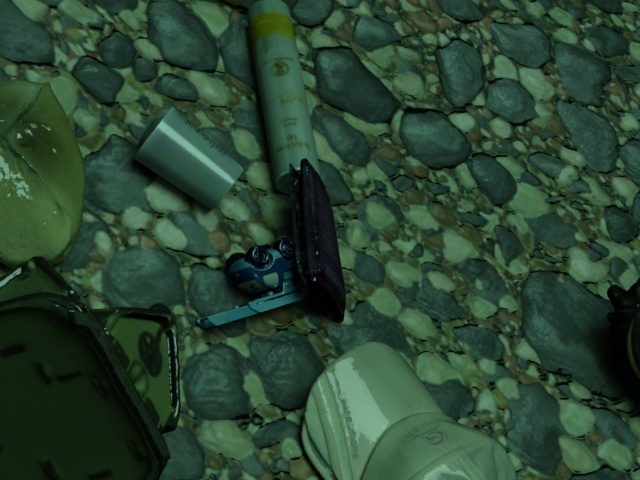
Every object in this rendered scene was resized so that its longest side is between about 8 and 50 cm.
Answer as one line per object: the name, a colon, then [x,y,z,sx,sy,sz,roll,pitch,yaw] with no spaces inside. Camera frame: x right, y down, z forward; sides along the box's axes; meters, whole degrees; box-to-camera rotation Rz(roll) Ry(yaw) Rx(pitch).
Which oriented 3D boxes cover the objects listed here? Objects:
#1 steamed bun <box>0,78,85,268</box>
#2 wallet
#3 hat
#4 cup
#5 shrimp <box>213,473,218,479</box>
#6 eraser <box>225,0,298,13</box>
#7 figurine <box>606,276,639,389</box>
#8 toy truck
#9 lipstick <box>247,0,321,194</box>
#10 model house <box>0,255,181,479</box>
steamed bun: [-0.323,-0.077,1.440,0.212,0.110,0.231,47,52,6]
wallet: [0.001,0.000,1.582,0.111,0.030,0.166,49,29,-55]
hat: [0.112,0.210,1.471,0.219,0.164,0.226,-20,92,-39]
cup: [-0.149,-0.099,1.585,0.116,0.074,0.104,36,20,-8]
shrimp: [0.022,0.392,1.291,0.221,0.166,0.410,-29,88,-42]
eraser: [-0.166,-0.402,1.725,0.343,0.144,0.078,23,49,-13]
figurine: [0.509,0.151,1.721,0.370,0.167,0.281,29,53,-20]
toy truck: [-0.081,0.046,1.526,0.136,0.063,0.074,-15,88,-34]
lipstick: [-0.046,-0.179,1.697,0.059,0.059,0.264,6,56,-26]
model house: [-0.235,0.087,1.334,0.279,0.205,0.218,-71,142,-58]
